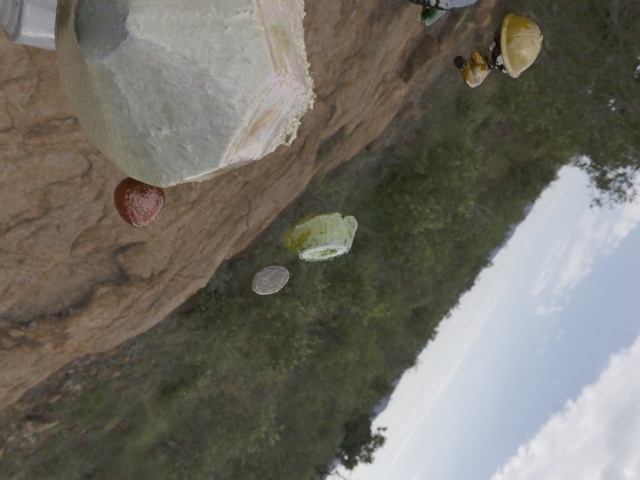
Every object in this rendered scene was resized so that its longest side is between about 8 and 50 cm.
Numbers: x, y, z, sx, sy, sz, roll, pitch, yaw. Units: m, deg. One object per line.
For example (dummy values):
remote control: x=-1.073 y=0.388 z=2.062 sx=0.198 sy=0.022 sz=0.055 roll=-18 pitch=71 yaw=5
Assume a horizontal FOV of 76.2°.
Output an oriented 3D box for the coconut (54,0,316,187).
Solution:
coconut: x=-0.153 y=-0.221 z=0.497 sx=0.298 sy=0.297 sz=0.309 roll=-60 pitch=177 yaw=20

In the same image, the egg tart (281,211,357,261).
egg tart: x=0.000 y=0.000 z=0.998 sx=0.197 sy=0.078 sz=0.197 roll=-9 pitch=159 yaw=-4

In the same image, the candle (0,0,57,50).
candle: x=-0.487 y=-0.429 z=0.711 sx=0.330 sy=0.187 sz=0.187 roll=-12 pitch=137 yaw=-47

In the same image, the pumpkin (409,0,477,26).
pumpkin: x=0.243 y=-0.548 z=0.812 sx=0.248 sy=0.248 sz=0.248 roll=-46 pitch=160 yaw=-22

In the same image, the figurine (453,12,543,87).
figurine: x=0.583 y=-0.600 z=1.329 sx=0.256 sy=0.167 sz=0.192 roll=-32 pitch=159 yaw=34

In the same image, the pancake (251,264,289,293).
pancake: x=-0.137 y=0.108 z=1.113 sx=0.114 sy=0.011 sz=0.115 roll=-17 pitch=135 yaw=-18

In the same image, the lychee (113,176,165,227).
lychee: x=-0.384 y=-0.099 z=0.864 sx=0.114 sy=0.101 sz=0.140 roll=8 pitch=97 yaw=-58
